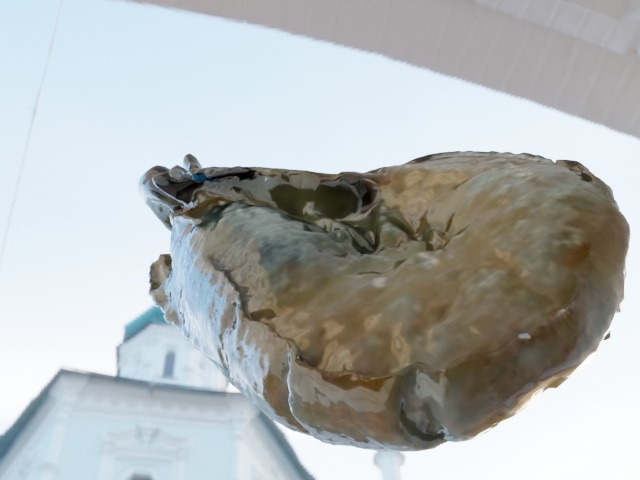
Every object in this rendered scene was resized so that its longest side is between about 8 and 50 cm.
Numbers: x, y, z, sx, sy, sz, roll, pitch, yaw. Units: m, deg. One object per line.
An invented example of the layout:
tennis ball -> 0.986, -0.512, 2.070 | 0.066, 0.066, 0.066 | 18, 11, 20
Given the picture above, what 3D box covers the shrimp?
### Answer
shrimp -> 0.000, 0.000, 0.636 | 0.221, 0.445, 0.110 | -40, -61, -19
